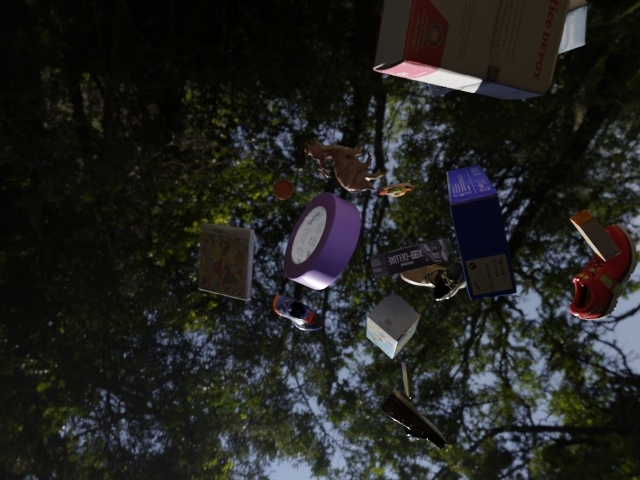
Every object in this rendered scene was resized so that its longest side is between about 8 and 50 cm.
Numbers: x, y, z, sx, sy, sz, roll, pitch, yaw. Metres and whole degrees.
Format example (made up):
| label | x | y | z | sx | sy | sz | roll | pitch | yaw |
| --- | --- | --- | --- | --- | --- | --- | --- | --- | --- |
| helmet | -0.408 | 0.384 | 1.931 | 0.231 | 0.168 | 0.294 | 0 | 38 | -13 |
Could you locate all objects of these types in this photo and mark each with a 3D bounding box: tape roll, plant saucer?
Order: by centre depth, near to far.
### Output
| label | x | y | z | sx | sy | sz | roll | pitch | yaw |
| --- | --- | --- | --- | --- | --- | --- | --- | --- | --- |
| tape roll | 0.000 | 0.000 | 1.293 | 0.090 | 0.275 | 0.275 | 26 | -154 | -25 |
| plant saucer | -0.155 | -0.213 | 1.836 | 0.083 | 0.083 | 0.013 | 15 | -167 | -15 |

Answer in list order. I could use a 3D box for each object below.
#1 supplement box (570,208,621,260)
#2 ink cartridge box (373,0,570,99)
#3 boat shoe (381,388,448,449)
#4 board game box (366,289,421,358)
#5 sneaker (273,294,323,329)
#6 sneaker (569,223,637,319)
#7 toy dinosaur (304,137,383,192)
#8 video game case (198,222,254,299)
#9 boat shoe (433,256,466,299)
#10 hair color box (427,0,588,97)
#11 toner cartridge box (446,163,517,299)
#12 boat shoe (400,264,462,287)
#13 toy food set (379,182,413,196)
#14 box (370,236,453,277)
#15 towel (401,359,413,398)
| label | x | y | z | sx | sy | sz | roll | pitch | yaw |
| --- | --- | --- | --- | --- | --- | --- | --- | --- | --- |
| supplement box | 0.579 | -0.012 | 0.934 | 0.098 | 0.036 | 0.062 | 50 | -158 | -5 |
| ink cartridge box | 0.252 | -0.364 | 0.737 | 0.283 | 0.207 | 0.117 | 5 | -169 | -20 |
| boat shoe | 0.151 | 0.294 | 0.709 | 0.133 | 0.042 | 0.049 | 43 | 172 | -13 |
| board game box | 0.277 | 0.329 | 1.705 | 0.144 | 0.275 | 0.142 | 39 | -107 | 21 |
| sneaker | -0.066 | 0.264 | 1.563 | 0.221 | 0.083 | 0.087 | 32 | 159 | -35 |
| sneaker | 0.757 | 0.092 | 1.202 | 0.118 | 0.279 | 0.107 | 2 | -163 | -9 |
| toy dinosaur | 0.087 | -0.247 | 1.539 | 0.296 | 0.200 | 0.127 | 60 | -168 | 22 |
| video game case | -0.310 | 0.065 | 1.440 | 0.206 | 0.227 | 0.026 | 8 | -172 | 27 |
| boat shoe | 0.476 | 0.146 | 1.614 | 0.068 | 0.228 | 0.081 | -21 | -124 | -22 |
| hair color box | 0.443 | -0.525 | 1.130 | 0.113 | 0.374 | 0.185 | 54 | -153 | -48 |
| toner cartridge box | 0.293 | -0.036 | 0.836 | 0.075 | 0.165 | 0.348 | -11 | -167 | 18 |
| boat shoe | 0.500 | 0.157 | 1.968 | 0.302 | 0.109 | 0.098 | 8 | -178 | 25 |
| toy food set | 0.186 | -0.124 | 1.085 | 0.082 | 0.020 | 0.083 | -5 | 176 | -31 |
| box | 0.328 | 0.054 | 1.543 | 0.307 | 0.242 | 0.077 | -6 | -100 | -71 |
| towel | 0.158 | 0.249 | 0.800 | 0.009 | 0.060 | 0.083 | -5 | 170 | 4 |
